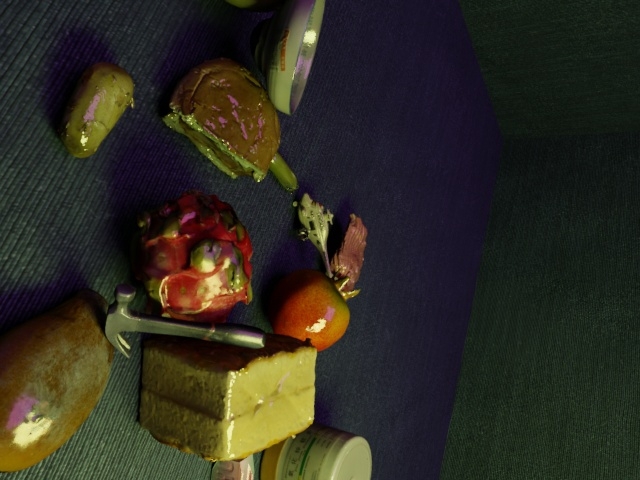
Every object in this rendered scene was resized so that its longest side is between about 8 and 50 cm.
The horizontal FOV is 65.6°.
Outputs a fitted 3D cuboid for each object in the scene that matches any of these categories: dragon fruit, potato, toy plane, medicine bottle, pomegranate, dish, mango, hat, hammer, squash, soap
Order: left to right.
[{"bbox_3d":[-0.435,0.210,0.791,0.316,0.146,0.193,-73,147,-51],"label":"mango"},{"bbox_3d":[-0.393,-0.232,0.865,0.105,0.085,0.188,67,40,-68],"label":"potato"},{"bbox_3d":[-0.233,0.163,0.891,0.289,0.037,0.137,15,119,-26],"label":"hammer"},{"bbox_3d":[-0.245,0.049,0.983,0.231,0.237,0.303,-15,130,-10],"label":"dragon fruit"},{"bbox_3d":[-0.211,0.575,1.182,0.056,0.100,0.149,12,83,-56],"label":"soap"},{"bbox_3d":[-0.088,-0.428,1.090,0.273,0.133,0.274,-162,-90,-90],"label":"dish"},{"bbox_3d":[-0.105,-0.186,1.332,0.183,0.052,0.052,53,51,-48],"label":"squash"},{"bbox_3d":[-0.014,0.177,1.319,0.256,0.221,0.221,-34,134,3],"label":"pomegranate"},{"bbox_3d":[-0.009,0.632,1.373,0.237,0.231,0.238,-4,95,-56],"label":"medicine bottle"},{"bbox_3d":[0.000,0.000,1.418,0.092,0.108,0.287,-36,113,-74],"label":"toy plane"},{"bbox_3d":[0.074,0.082,1.567,0.286,0.107,0.237,-64,150,-42],"label":"hat"}]

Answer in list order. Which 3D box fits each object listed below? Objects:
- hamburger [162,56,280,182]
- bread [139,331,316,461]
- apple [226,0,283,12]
[{"bbox_3d":[-0.195,-0.277,1.114,0.309,0.132,0.211,38,64,-50],"label":"hamburger"},{"bbox_3d":[-0.188,0.305,1.044,0.279,0.278,0.207,4,92,-58],"label":"bread"},{"bbox_3d":[-0.138,-0.635,1.072,0.279,0.279,0.280,-7,98,-56],"label":"apple"}]
